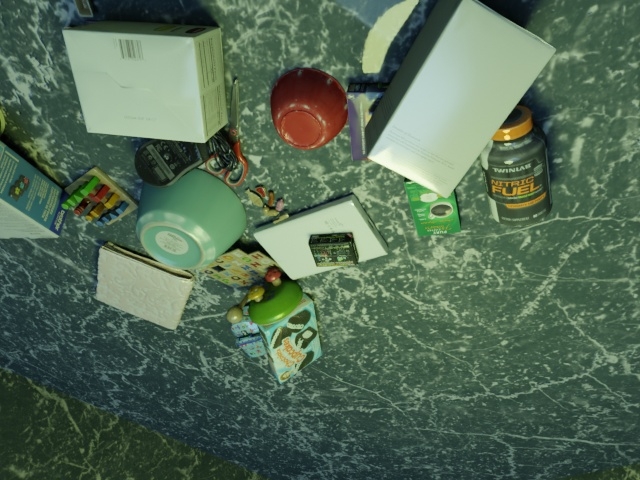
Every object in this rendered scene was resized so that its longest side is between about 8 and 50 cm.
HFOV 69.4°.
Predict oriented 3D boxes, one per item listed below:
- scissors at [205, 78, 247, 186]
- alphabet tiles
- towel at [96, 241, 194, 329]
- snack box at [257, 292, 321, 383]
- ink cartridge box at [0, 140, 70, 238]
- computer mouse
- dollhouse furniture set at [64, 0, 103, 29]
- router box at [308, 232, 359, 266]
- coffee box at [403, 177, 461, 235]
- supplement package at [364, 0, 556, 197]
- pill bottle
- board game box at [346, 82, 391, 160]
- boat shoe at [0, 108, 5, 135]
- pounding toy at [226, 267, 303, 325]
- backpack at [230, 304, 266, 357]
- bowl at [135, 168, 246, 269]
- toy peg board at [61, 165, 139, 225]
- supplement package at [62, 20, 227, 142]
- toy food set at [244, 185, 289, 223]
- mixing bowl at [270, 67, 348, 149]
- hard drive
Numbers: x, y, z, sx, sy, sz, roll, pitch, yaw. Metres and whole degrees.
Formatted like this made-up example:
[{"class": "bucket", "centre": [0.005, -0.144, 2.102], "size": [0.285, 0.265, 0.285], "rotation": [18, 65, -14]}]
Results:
[{"class": "scissors", "centre": [-0.202, -0.247, 1.121], "size": [0.109, 0.021, 0.297], "rotation": [27, 134, -9]}, {"class": "alphabet tiles", "centre": [-0.246, 0.087, 1.432], "size": [0.238, 0.009, 0.198], "rotation": [-17, 145, 29]}, {"class": "towel", "centre": [-0.622, 0.167, 1.622], "size": [0.317, 0.053, 0.331], "rotation": [24, 135, -9]}, {"class": "snack box", "centre": [-0.098, 0.338, 1.571], "size": [0.060, 0.187, 0.321], "rotation": [42, 152, 38]}, {"class": "ink cartridge box", "centre": [-0.900, -0.123, 1.272], "size": [0.270, 0.151, 0.395], "rotation": [0, 153, 11]}, {"class": "computer mouse", "centre": [-0.337, -0.219, 1.142], "size": [0.273, 0.072, 0.188], "rotation": [-21, 110, 23]}, {"class": "dollhouse furniture set", "centre": [-0.510, -0.457, 0.941], "size": [0.091, 0.081, 0.114], "rotation": [7, 136, 8]}, {"class": "router box", "centre": [0.037, 0.027, 1.258], "size": [0.123, 0.038, 0.092], "rotation": [-3, 133, 17]}, {"class": "coffee box", "centre": [0.278, -0.091, 1.135], "size": [0.113, 0.040, 0.184], "rotation": [-7, 132, 22]}, {"class": "supplement package", "centre": [0.227, -0.261, 0.830], "size": [0.176, 0.177, 0.292], "rotation": [25, 120, -11]}, {"class": "pill bottle", "centre": [0.408, -0.156, 0.971], "size": [0.131, 0.130, 0.245], "rotation": [-10, 131, 23]}, {"class": "board game box", "centre": [0.134, -0.254, 1.003], "size": [0.141, 0.048, 0.170], "rotation": [1, 134, 12]}, {"class": "boat shoe", "centre": [-0.894, -0.285, 1.218], "size": [0.080, 0.073, 0.223], "rotation": [28, 137, -18]}, {"class": "pounding toy", "centre": [-0.180, 0.160, 1.418], "size": [0.237, 0.182, 0.110], "rotation": [-11, 121, 28]}, {"class": "backpack", "centre": [-0.238, 0.312, 1.624], "size": [0.158, 0.116, 0.173], "rotation": [-16, 126, 27]}, {"class": "bowl", "centre": [-0.377, -0.035, 1.276], "size": [0.312, 0.163, 0.311], "rotation": [7, 137, 7]}, {"class": "toy peg board", "centre": [-0.646, -0.105, 1.334], "size": [0.161, 0.079, 0.160], "rotation": [-21, 126, 32]}, {"class": "supplement package", "centre": [-0.345, -0.331, 0.953], "size": [0.262, 0.145, 0.203], "rotation": [7, 122, 7]}, {"class": "toy food set", "centre": [-0.139, -0.105, 1.247], "size": [0.078, 0.019, 0.122], "rotation": [-23, 118, 32]}, {"class": "mixing bowl", "centre": [-0.032, -0.266, 0.999], "size": [0.182, 0.098, 0.181], "rotation": [7, 135, 7]}, {"class": "hard drive", "centre": [0.000, 0.000, 1.299], "size": [0.319, 0.040, 0.210], "rotation": [-17, 128, 28]}]
